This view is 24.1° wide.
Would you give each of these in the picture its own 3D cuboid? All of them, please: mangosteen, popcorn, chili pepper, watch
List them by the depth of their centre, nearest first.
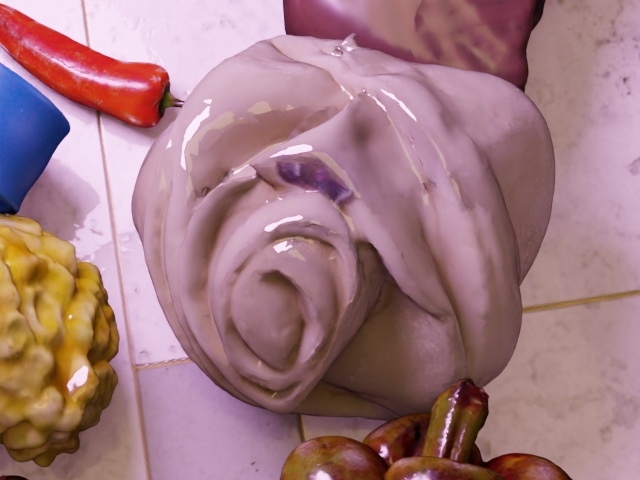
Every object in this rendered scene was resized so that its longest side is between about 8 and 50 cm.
[{"bbox_3d":[0.086,0.288,1.241,0.307,0.307,0.346,3,102,-2],"label":"mangosteen"},{"bbox_3d":[-0.303,0.087,1.297,0.258,0.270,0.224,-2,64,-12],"label":"popcorn"},{"bbox_3d":[-0.335,-0.107,1.326,0.200,0.196,0.171,32,87,-14],"label":"watch"},{"bbox_3d":[-0.224,-0.163,1.450,0.272,0.071,0.063,25,117,7],"label":"chili pepper"}]

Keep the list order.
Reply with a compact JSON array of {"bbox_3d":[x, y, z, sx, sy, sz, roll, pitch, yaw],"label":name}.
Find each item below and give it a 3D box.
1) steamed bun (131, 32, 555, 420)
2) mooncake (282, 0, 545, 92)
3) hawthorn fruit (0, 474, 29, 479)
[{"bbox_3d":[0.000,0.000,1.287,0.368,0.255,0.342,15,108,9],"label":"steamed bun"},{"bbox_3d":[0.117,-0.262,1.435,0.326,0.174,0.333,-29,80,-11],"label":"mooncake"},{"bbox_3d":[-0.279,0.352,1.224,0.308,0.308,0.324,14,73,0],"label":"hawthorn fruit"}]
